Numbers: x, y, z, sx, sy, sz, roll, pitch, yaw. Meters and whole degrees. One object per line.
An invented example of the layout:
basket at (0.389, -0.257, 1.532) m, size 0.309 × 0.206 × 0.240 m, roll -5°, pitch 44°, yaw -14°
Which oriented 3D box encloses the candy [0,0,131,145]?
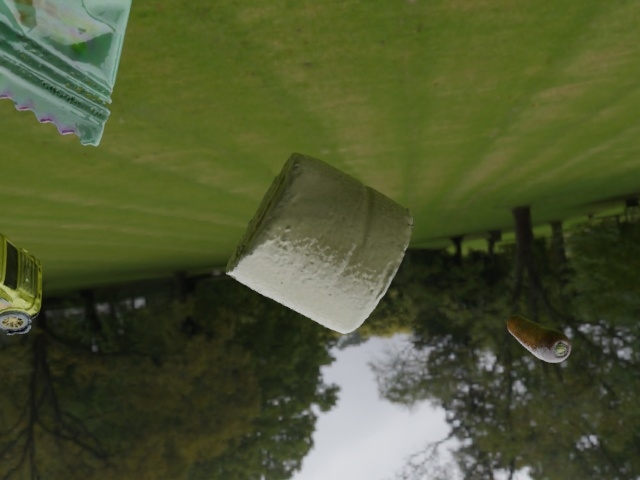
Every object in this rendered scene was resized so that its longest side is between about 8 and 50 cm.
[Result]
candy at (-0.269, -0.321, 0.811) m, size 0.262 × 0.398 × 0.172 m, roll 30°, pitch -165°, yaw 7°

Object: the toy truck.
toy truck at (-0.567, 0.080, 1.208) m, size 0.272 × 0.124 × 0.157 m, roll -18°, pitch 145°, yaw 6°

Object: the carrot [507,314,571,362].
carrot at (0.203, 0.091, 0.763) m, size 0.032 × 0.032 × 0.093 m, roll -5°, pitch -170°, yaw -12°

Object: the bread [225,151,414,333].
bread at (0.000, 0.000, 0.805) m, size 0.141 × 0.148 × 0.134 m, roll 27°, pitch 136°, yaw -8°
